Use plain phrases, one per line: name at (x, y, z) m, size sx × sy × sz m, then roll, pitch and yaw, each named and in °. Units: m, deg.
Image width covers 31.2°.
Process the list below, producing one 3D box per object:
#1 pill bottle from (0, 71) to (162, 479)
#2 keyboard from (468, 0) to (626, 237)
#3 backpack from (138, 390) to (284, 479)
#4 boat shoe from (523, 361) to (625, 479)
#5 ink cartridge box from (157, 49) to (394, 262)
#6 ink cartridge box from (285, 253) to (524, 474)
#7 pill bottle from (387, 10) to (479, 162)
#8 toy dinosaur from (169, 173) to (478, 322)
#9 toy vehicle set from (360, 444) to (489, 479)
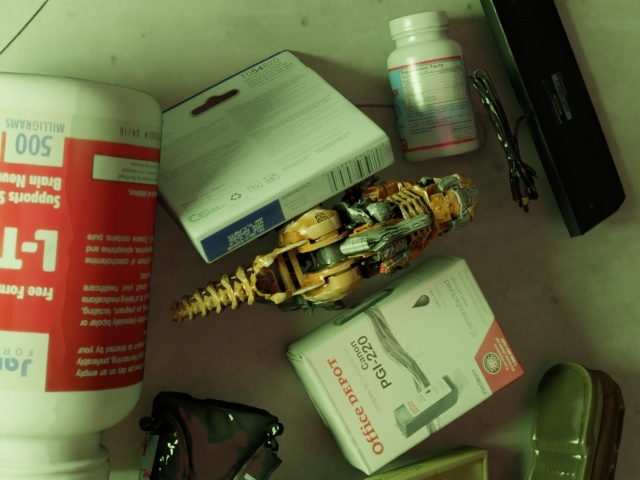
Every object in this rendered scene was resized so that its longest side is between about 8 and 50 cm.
pill bottle at (-0.280, 0.051, 1.109) m, size 0.229 × 0.229 × 0.407 m, roll 4°, pitch 91°, yaw -15°
keyboard at (0.248, -0.152, 1.324) m, size 0.202 × 0.033 × 0.317 m, roll -28°, pitch 99°, yaw -41°
backpack at (-0.126, 0.260, 1.217) m, size 0.152 × 0.115 × 0.181 m, roll 11°, pitch 89°, yaw -4°
boat shoe at (0.292, 0.300, 1.328) m, size 0.104 × 0.111 × 0.307 m, roll 23°, pitch 82°, yaw -39°
ink cartridge box at (-0.072, -0.095, 1.197) m, size 0.223 × 0.224 × 0.045 m, roll -29°, pitch 132°, yaw -12°
ink cartridge box at (0.093, 0.136, 1.286) m, size 0.218 × 0.092 × 0.158 m, roll -31°, pitch 99°, yaw -10°
pill bottle at (0.123, -0.173, 1.289) m, size 0.087 × 0.087 × 0.160 m, roll -11°, pitch 94°, yaw -15°
toy dinosaur at (0.000, 0.000, 1.187) m, size 0.322 × 0.218 × 0.164 m, roll -1°, pitch 90°, yaw -20°
toy vehicle set at (0.091, 0.334, 1.251) m, size 0.267 × 0.035 × 0.165 m, roll -7°, pitch 97°, yaw -43°
